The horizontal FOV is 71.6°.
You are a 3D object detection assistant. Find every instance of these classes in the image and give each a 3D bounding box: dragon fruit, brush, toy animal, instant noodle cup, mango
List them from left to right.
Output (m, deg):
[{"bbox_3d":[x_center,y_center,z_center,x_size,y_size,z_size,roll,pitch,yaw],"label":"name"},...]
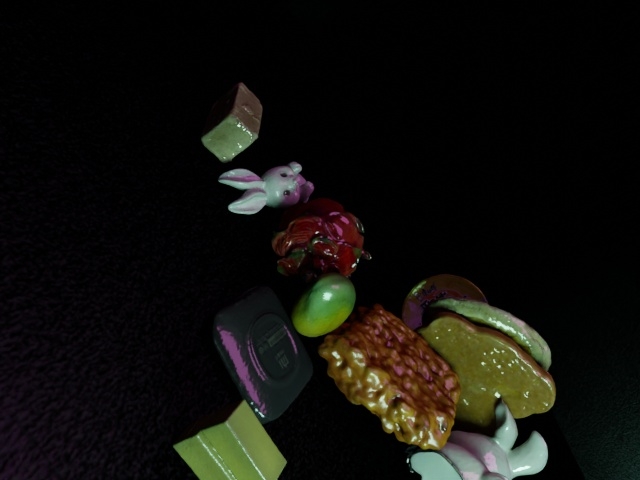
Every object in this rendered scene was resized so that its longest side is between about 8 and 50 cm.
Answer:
[{"bbox_3d":[-0.076,0.318,0.559,0.233,0.103,0.047,56,27,-6],"label":"brush"},{"bbox_3d":[-0.109,-0.118,0.989,0.221,0.131,0.103,-13,87,-62],"label":"toy animal"},{"bbox_3d":[0.000,0.000,0.973,0.274,0.193,0.192,-65,141,-61],"label":"dragon fruit"},{"bbox_3d":[0.004,0.122,0.849,0.091,0.130,0.194,61,-14,24],"label":"mango"},{"bbox_3d":[0.391,0.219,1.399,0.264,0.264,0.200,59,15,3],"label":"instant noodle cup"},{"bbox_3d":[0.324,0.493,0.951,0.310,0.247,0.182,8,41,-45],"label":"toy animal"}]

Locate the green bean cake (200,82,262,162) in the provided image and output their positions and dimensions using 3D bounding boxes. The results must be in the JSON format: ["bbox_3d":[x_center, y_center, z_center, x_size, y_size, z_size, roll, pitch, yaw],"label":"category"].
[{"bbox_3d":[-0.199,-0.270,1.011,0.085,0.109,0.179,41,28,-32],"label":"green bean cake"}]

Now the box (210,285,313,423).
[{"bbox_3d":[-0.093,0.181,0.758,0.201,0.042,0.212,61,24,2],"label":"box"}]

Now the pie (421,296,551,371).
[{"bbox_3d":[0.420,0.263,1.161,0.077,0.339,0.339,-46,105,-30],"label":"pie"}]

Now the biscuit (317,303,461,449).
[{"bbox_3d":[0.159,0.283,0.960,0.318,0.110,0.312,45,21,12],"label":"biscuit"}]

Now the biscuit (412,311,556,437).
[{"bbox_3d":[0.364,0.346,1.082,0.352,0.311,0.057,19,22,23],"label":"biscuit"}]
